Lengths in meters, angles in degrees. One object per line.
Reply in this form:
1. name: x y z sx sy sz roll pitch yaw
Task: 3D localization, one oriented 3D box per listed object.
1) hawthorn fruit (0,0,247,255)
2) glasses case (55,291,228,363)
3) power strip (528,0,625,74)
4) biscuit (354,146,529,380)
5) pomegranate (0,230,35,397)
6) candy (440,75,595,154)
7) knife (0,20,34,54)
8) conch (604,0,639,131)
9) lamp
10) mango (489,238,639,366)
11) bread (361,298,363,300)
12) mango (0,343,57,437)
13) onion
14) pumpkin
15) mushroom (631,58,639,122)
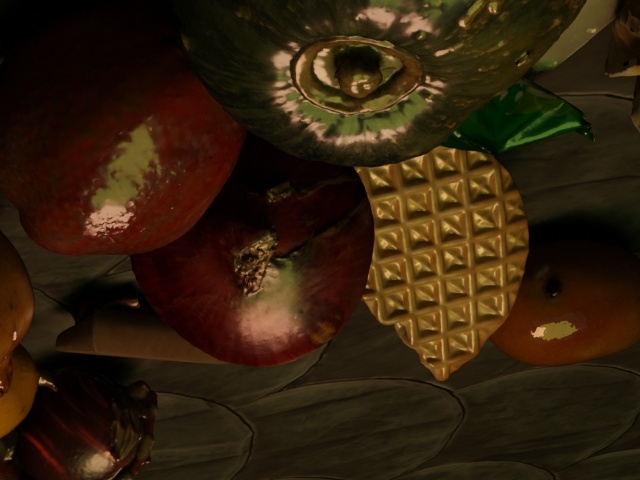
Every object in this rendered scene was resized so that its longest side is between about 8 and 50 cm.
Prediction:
1. hawthorn fruit: -0.143 -0.107 1.416 0.262 0.210 0.210 -33 148 16
2. glasses case: -0.198 0.095 1.919 0.193 0.070 0.102 9 172 -41
3. power strip: 0.266 -0.258 1.501 0.106 0.043 0.367 10 143 -39
4. biscuit: 0.106 -0.010 1.742 0.204 0.040 0.309 -42 120 0
5. pomegranate: -0.371 0.061 1.609 0.209 0.209 0.209 -12 152 -6
6. candy: 0.143 -0.120 1.619 0.203 0.078 0.141 10 167 -35
7. knife: -0.317 -0.124 1.484 0.222 0.021 0.045 -28 147 25
8. conch: 0.372 -0.162 1.449 0.186 0.263 0.324 -15 -179 -13
9. lamp: -0.295 0.224 2.009 0.223 0.215 0.151 -35 140 -11
10. mango: 0.303 0.072 2.035 0.254 0.139 0.175 0 162 -41
11. bread: 0.000 0.000 1.779 0.305 0.091 0.142 -4 108 -18
12. mango: -0.439 0.153 1.849 0.316 0.119 0.176 4 151 -16
13. onion: -0.069 0.000 1.610 0.248 0.248 0.161 -33 -179 31
14. pumpkin: 0.055 -0.211 1.255 0.291 0.257 0.327 26 140 -35
15. mushroom: 0.444 -0.135 1.652 0.290 0.292 0.292 13 158 17
